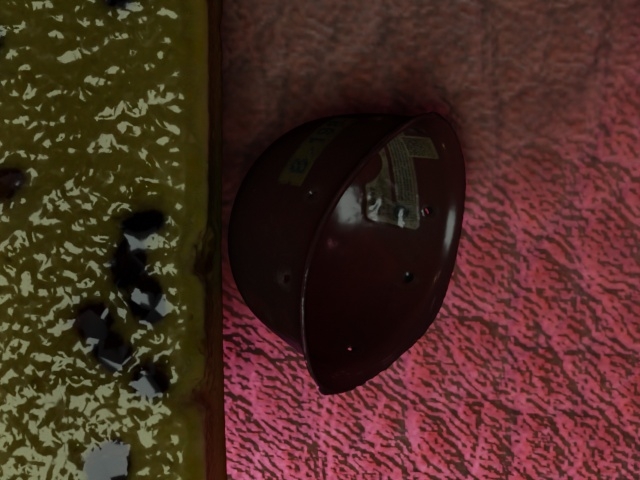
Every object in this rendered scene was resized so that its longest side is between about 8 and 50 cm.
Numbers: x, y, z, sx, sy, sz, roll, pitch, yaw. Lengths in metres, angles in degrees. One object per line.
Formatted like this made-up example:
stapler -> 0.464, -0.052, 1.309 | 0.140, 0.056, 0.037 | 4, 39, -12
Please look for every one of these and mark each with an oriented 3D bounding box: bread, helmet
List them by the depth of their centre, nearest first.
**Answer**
bread -> -0.124, 0.008, 0.780 | 0.138, 0.077, 0.361 | -1, 89, 3
helmet -> 0.000, 0.000, 0.802 | 0.106, 0.175, 0.155 | 14, 148, 28
